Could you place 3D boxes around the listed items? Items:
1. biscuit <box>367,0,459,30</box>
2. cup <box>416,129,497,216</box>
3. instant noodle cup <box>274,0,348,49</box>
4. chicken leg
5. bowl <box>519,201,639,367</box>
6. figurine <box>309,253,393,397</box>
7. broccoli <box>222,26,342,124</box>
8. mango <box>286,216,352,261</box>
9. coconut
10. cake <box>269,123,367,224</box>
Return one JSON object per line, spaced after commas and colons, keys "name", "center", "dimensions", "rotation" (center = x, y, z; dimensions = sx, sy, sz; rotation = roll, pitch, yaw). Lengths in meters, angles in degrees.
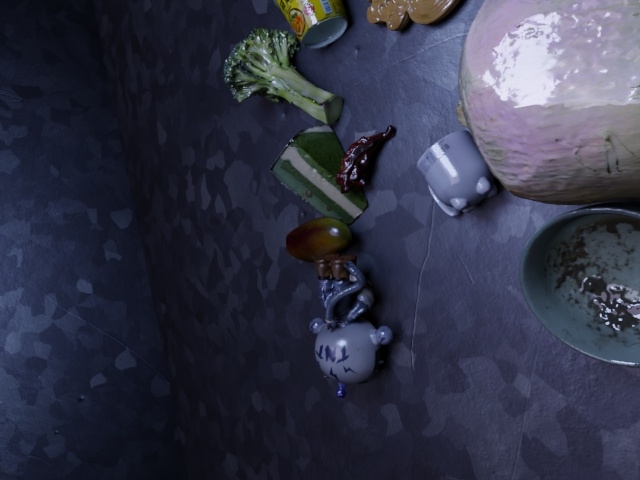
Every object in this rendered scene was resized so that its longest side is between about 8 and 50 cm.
{"name": "biscuit", "center": [0.214, -0.594, 1.070], "dimensions": [0.288, 0.044, 0.202], "rotation": [5, 102, 44]}
{"name": "cup", "center": [0.292, -0.129, 1.021], "dimensions": [0.173, 0.134, 0.142], "rotation": [-44, 66, 40]}
{"name": "instant noodle cup", "center": [-0.015, -0.618, 1.253], "dimensions": [0.182, 0.182, 0.144], "rotation": [-26, 86, 46]}
{"name": "chicken leg", "center": [0.109, -0.217, 1.225], "dimensions": [0.089, 0.048, 0.219], "rotation": [29, 103, -1]}
{"name": "bowl", "center": [0.507, 0.052, 0.786], "dimensions": [0.289, 0.146, 0.289], "rotation": [27, 132, 33]}
{"name": "figurine", "center": [0.068, 0.227, 1.284], "dimensions": [0.261, 0.186, 0.382], "rotation": [5, 104, 52]}
{"name": "broccoli", "center": [-0.088, -0.470, 1.369], "dimensions": [0.361, 0.252, 0.221], "rotation": [24, 123, 5]}
{"name": "mango", "center": [0.000, 0.000, 1.360], "dimensions": [0.267, 0.111, 0.133], "rotation": [-17, 109, 50]}
{"name": "coconut", "center": [0.388, -0.241, 0.720], "dimensions": [0.404, 0.404, 0.405], "rotation": [9, 103, 46]}
{"name": "cake", "center": [0.026, -0.196, 1.356], "dimensions": [0.283, 0.172, 0.158], "rotation": [41, 138, -6]}
